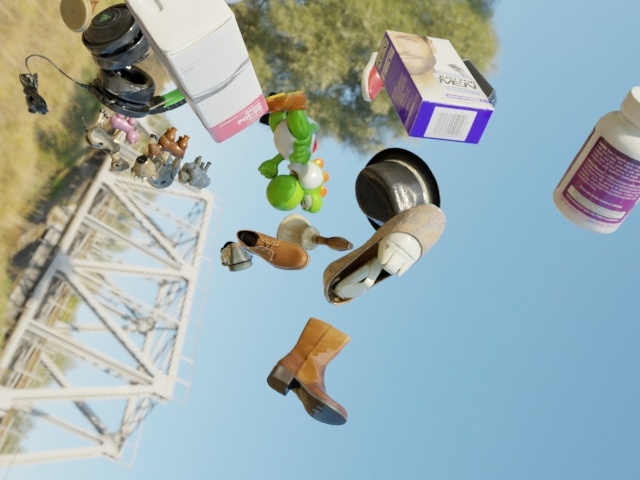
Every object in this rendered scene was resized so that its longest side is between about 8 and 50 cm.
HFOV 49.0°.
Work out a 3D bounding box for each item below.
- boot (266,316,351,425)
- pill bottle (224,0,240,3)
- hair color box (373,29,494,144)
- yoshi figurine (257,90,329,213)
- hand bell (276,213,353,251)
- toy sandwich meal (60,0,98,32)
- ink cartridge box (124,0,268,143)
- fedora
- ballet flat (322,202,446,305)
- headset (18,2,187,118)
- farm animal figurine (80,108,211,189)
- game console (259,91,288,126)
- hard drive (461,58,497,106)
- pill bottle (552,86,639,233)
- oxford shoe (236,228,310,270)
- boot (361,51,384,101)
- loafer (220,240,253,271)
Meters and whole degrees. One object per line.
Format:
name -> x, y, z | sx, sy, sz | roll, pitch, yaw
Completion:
boot -> 0.014, 0.384, 2.074 | 0.280, 0.264, 0.096 | -48, 158, -45
pill bottle -> -0.236, -0.719, 1.764 | 0.136, 0.136, 0.245 | -44, -140, 33
hair color box -> 0.266, -0.378, 1.705 | 0.338, 0.185, 0.110 | -107, -153, -47
yoshi figurine -> -0.100, -0.236, 2.026 | 0.203, 0.362, 0.203 | -12, -164, 12
hand bell -> 0.000, 0.000, 1.896 | 0.242, 0.126, 0.126 | 10, -112, 50
toy sandwich meal -> -0.444, -0.426, 1.291 | 0.085, 0.085, 0.029 | -45, 172, 32
ink cartridge box -> -0.203, -0.314, 1.119 | 0.117, 0.207, 0.283 | -33, 163, -5
fedora -> 0.218, -0.138, 2.252 | 0.334, 0.153, 0.333 | 5, -82, 42
ballet flat -> 0.123, 0.044, 1.409 | 0.316, 0.107, 0.106 | -39, -162, 34
headset -> -0.410, -0.349, 1.449 | 0.243, 0.394, 0.185 | 97, -28, -44
farm animal figurine -> -0.543, -0.251, 2.168 | 0.330, 0.327, 0.172 | 15, -105, 24
game console -> -0.132, -0.438, 2.347 | 0.107, 0.071, 0.122 | -34, 156, -53
hard drive -> 0.485, -0.474, 2.196 | 0.054, 0.172, 0.255 | -39, 169, 7
pill bottle -> 0.649, -0.173, 1.524 | 0.169, 0.169, 0.301 | -82, -170, -50
oxford shoe -> -0.128, 0.023, 1.809 | 0.076, 0.212, 0.076 | -69, 158, -9
boot -> 0.251, -0.595, 2.521 | 0.176, 0.088, 0.244 | 5, -127, 22
loafer -> -0.251, 0.033, 2.083 | 0.096, 0.084, 0.267 | -16, -171, -12
